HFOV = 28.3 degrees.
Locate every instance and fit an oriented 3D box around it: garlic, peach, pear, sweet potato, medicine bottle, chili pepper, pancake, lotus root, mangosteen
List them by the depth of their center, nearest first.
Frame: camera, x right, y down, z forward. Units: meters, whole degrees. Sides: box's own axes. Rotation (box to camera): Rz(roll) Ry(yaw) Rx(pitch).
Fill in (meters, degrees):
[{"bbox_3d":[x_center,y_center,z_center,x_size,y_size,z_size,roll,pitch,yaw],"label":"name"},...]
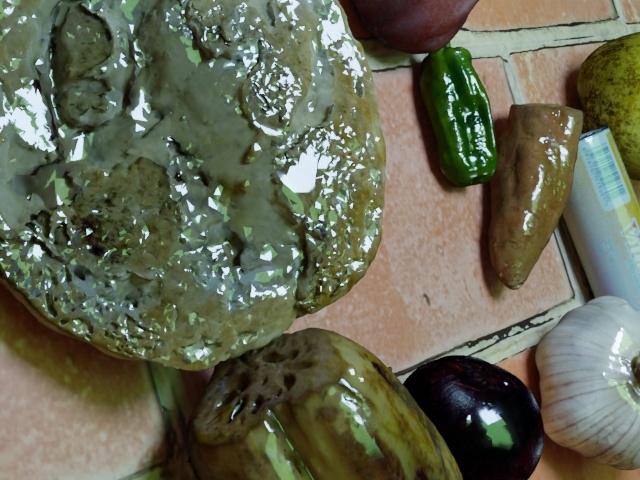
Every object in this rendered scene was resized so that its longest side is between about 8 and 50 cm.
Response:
[{"bbox_3d":[-0.117,-0.091,0.994,0.387,0.082,0.387,3,82,-22],"label":"pancake"},{"bbox_3d":[0.017,0.213,1.037,0.291,0.193,0.193,53,44,-24],"label":"lotus root"},{"bbox_3d":[0.136,0.188,1.215,0.152,0.152,0.152,19,63,-43],"label":"mangosteen"},{"bbox_3d":[0.101,-0.270,1.332,0.152,0.152,0.152,19,63,-43],"label":"peach"},{"bbox_3d":[0.351,0.137,1.382,0.199,0.226,0.199,9,64,-19],"label":"garlic"},{"bbox_3d":[0.144,-0.160,1.391,0.072,0.073,0.204,-8,81,-35],"label":"chili pepper"},{"bbox_3d":[0.235,-0.062,1.437,0.097,0.097,0.252,36,61,-34],"label":"sweet potato"},{"bbox_3d":[0.387,0.072,1.544,0.108,0.108,0.426,-24,94,-49],"label":"medicine bottle"},{"bbox_3d":[0.414,-0.175,1.602,0.197,0.197,0.197,19,63,-43],"label":"pear"}]
